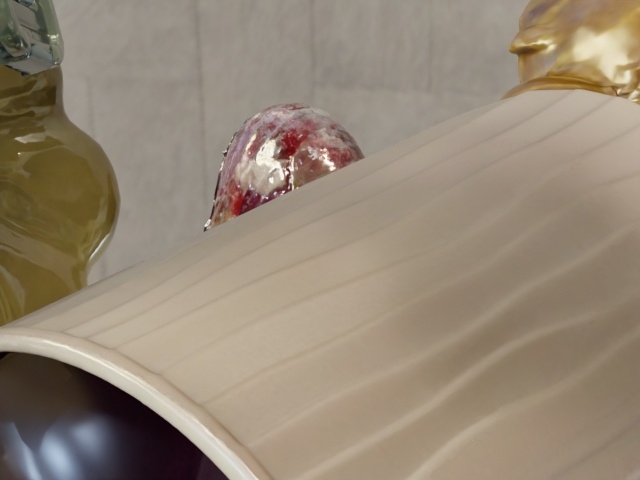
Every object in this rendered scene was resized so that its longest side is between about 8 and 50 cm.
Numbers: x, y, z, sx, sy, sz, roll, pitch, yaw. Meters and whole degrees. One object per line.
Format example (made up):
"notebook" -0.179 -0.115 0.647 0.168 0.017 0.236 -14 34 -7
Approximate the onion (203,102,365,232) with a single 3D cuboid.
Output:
"onion" 0.000 0.000 1.382 0.098 0.151 0.206 -1 95 54

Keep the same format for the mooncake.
"mooncake" -0.329 -0.011 1.329 0.378 0.378 0.201 47 154 -17

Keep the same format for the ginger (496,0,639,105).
"ginger" 0.211 -0.021 1.057 0.274 0.357 0.152 14 137 17

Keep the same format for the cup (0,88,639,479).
"cup" 0.010 0.101 0.652 0.208 0.273 0.288 45 137 20

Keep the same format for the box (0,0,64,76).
"box" -0.141 -0.109 0.722 0.054 0.074 0.099 -15 86 9
